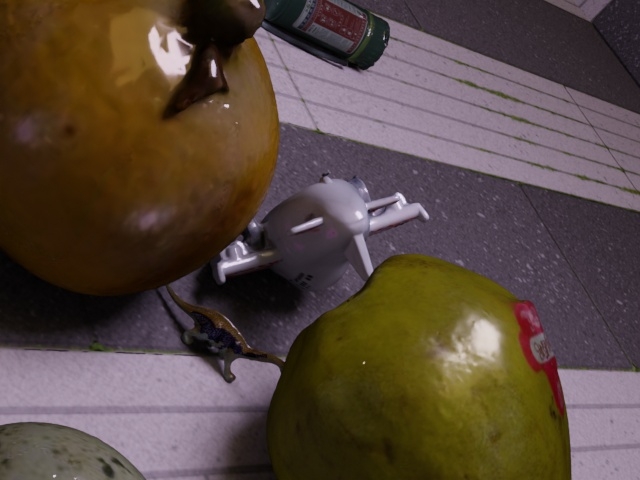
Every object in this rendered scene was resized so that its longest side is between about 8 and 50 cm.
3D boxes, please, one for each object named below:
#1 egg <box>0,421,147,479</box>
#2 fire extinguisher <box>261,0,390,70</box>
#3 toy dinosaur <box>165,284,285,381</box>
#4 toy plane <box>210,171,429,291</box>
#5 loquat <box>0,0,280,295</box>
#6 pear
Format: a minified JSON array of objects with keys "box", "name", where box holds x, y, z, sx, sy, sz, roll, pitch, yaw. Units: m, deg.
[{"box":[-0.177,0.225,0.691,0.228,0.177,0.177,50,28,-19],"name":"egg"},{"box":[-0.025,-0.368,1.656,0.294,0.118,0.093,20,3,-34],"name":"fire extinguisher"},{"box":[-0.107,0.097,1.051,0.180,0.058,0.037,34,21,10],"name":"toy dinosaur"},{"box":[-0.001,-0.004,1.134,0.252,0.252,0.118,-16,88,-55],"name":"toy plane"},{"box":[-0.179,-0.126,0.946,0.328,0.359,0.328,28,45,-32],"name":"loquat"},{"box":[0.105,0.202,0.965,0.287,0.287,0.375,-25,92,-57],"name":"pear"}]
